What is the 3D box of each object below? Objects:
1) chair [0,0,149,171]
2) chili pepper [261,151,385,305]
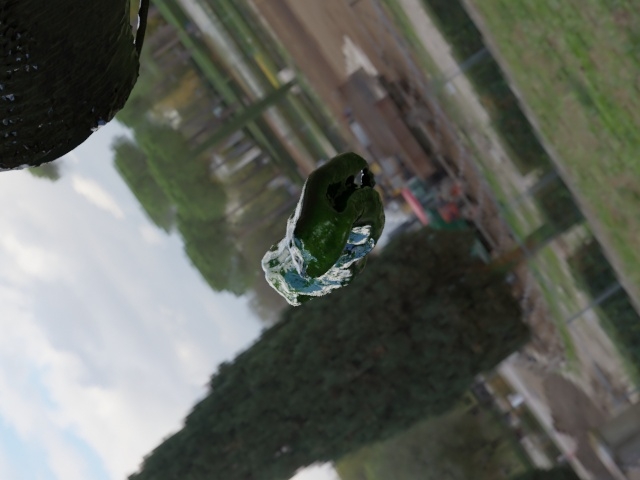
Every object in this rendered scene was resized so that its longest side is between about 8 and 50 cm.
[{"bbox_3d":[-0.121,-0.138,0.475,0.149,0.174,0.213,38,139,10],"label":"chair"},{"bbox_3d":[0.005,-0.004,0.659,0.050,0.073,0.182,50,172,6],"label":"chili pepper"}]
